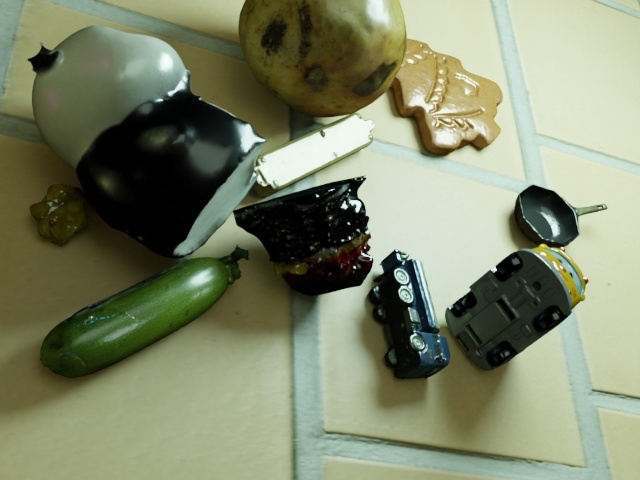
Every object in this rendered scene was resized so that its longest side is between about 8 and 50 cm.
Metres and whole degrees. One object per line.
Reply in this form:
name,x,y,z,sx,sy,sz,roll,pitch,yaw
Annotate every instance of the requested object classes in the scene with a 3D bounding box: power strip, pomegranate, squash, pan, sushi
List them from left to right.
squash,-0.213,0.085,1.115,0.332,0.087,0.087,-29,75,-41
power strip,-0.018,-0.141,1.397,0.305,0.044,0.064,-30,93,-41
sushi,0.000,0.000,1.245,0.172,0.153,0.150,-25,103,-56
pomegranate,0.002,-0.342,1.412,0.281,0.281,0.281,15,53,-20
pan,0.443,-0.029,1.576,0.202,0.048,0.128,15,54,-18

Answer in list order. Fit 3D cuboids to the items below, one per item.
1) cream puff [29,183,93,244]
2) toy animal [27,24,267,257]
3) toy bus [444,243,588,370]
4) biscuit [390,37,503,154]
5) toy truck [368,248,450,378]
cream puff,-0.345,-0.041,1.142,0.083,0.058,0.083,-9,65,-32
toy animal,-0.247,-0.145,1.153,0.310,0.251,0.251,38,48,6
toy bus,0.310,0.096,1.319,0.136,0.209,0.126,-17,66,-47
biscuit,0.220,-0.295,1.640,0.306,0.043,0.284,41,48,2
toy truck,0.134,0.112,1.300,0.088,0.074,0.201,10,53,-34
